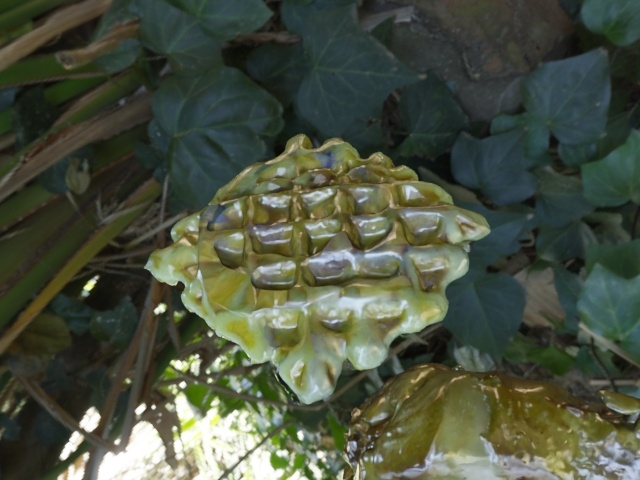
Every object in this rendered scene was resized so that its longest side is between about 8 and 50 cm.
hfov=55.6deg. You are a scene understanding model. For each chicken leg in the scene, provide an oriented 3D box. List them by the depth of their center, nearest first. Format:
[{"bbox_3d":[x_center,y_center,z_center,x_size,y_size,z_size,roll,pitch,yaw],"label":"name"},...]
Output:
[{"bbox_3d":[0.194,0.164,0.457,0.430,0.152,0.201,-14,133,32],"label":"chicken leg"}]

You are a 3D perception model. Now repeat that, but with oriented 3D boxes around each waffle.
[{"bbox_3d":[0.000,-0.002,0.447,0.223,0.204,0.054,32,147,34],"label":"waffle"}]
